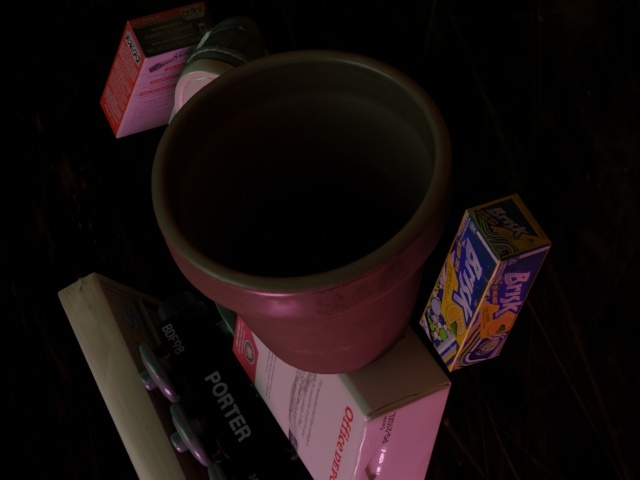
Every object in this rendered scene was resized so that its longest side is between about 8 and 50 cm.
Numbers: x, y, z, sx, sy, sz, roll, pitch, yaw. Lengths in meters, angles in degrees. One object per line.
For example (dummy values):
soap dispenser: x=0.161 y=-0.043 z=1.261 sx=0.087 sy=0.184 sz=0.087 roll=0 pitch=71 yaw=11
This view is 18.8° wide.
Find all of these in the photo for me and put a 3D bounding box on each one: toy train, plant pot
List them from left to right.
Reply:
toy train: x=-0.076 y=0.206 z=2.064 sx=0.334 sy=0.142 sz=0.190 roll=57 pitch=178 yaw=35
plant pot: x=0.000 y=0.000 z=1.715 sx=0.263 sy=0.263 sz=0.229 roll=52 pitch=166 yaw=36

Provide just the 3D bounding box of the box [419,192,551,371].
box: x=0.138 y=0.038 z=1.636 sx=0.059 sy=0.054 sz=0.169 roll=59 pitch=152 yaw=28

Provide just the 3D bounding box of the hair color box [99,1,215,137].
hair color box: x=-0.174 y=-0.183 z=2.083 sx=0.053 sy=0.093 sz=0.167 roll=64 pitch=153 yaw=17

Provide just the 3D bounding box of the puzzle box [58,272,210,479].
puzzle box: x=-0.150 y=0.241 z=2.190 sx=0.409 sy=0.052 sz=0.272 roll=64 pitch=-170 yaw=16

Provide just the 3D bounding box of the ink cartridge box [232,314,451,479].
ink cartridge box: x=0.016 y=0.124 z=1.886 sx=0.237 sy=0.100 sz=0.172 roll=55 pitch=150 yaw=34

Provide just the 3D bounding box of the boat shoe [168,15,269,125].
boat shoe: x=-0.105 y=-0.113 z=2.023 sx=0.319 sy=0.116 sz=0.099 roll=104 pitch=-176 yaw=-59
